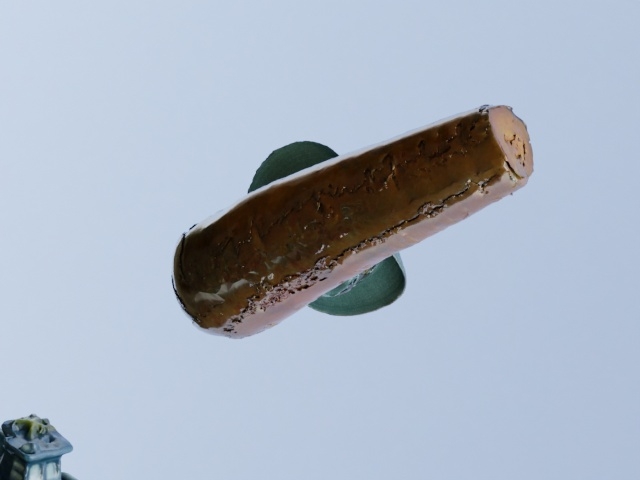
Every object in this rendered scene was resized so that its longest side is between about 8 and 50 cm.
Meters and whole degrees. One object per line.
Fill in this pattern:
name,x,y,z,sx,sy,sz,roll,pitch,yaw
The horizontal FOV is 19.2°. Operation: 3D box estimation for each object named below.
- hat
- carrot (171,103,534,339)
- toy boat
hat,0.000,0.000,1.816,0.138,0.078,0.191,-31,-82,31
carrot,0.009,-0.008,0.757,0.161,0.055,0.055,-26,-122,29
toy boat,-0.140,0.117,0.899,0.137,0.060,0.060,33,-62,37
